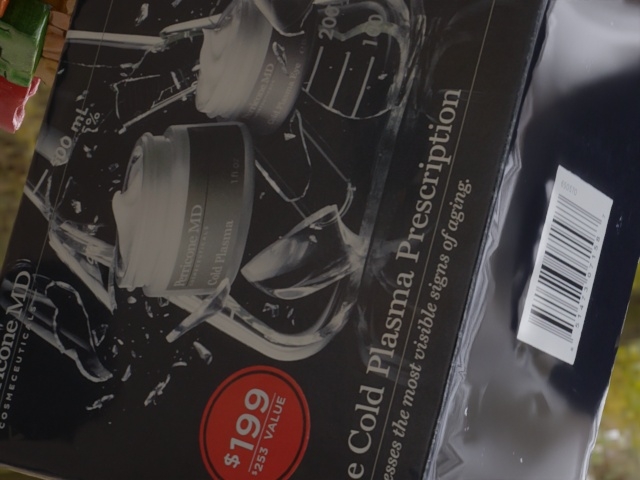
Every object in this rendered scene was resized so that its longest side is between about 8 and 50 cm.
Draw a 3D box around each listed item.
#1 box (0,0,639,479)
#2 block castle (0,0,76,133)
[{"bbox_3d":[0.000,0.000,1.102,0.179,0.313,0.343,26,76,-53],"label":"box"},{"bbox_3d":[-0.216,-0.282,1.509,0.453,0.213,0.303,129,-17,-71],"label":"block castle"}]
